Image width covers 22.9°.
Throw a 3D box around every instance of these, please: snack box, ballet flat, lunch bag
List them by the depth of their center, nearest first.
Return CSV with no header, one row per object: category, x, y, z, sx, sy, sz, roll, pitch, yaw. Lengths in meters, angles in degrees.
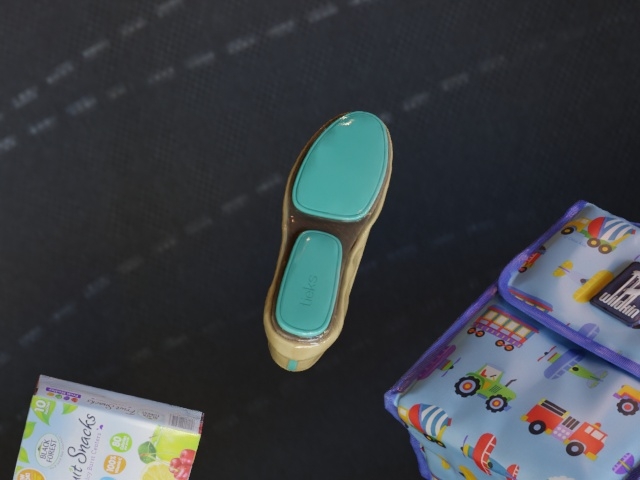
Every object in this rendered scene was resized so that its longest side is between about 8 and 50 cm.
ballet flat,0.000,0.000,1.255,0.080,0.073,0.232,17,57,4
lunch bag,0.237,0.104,1.296,0.221,0.138,0.293,26,66,37
snack box,-0.177,0.176,1.315,0.141,0.100,0.037,15,26,-6
